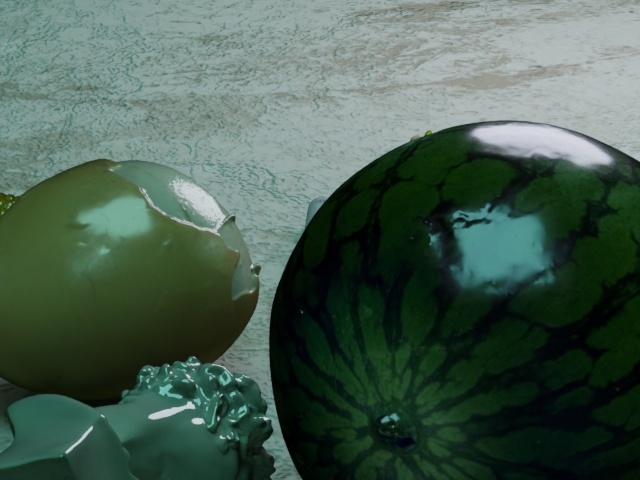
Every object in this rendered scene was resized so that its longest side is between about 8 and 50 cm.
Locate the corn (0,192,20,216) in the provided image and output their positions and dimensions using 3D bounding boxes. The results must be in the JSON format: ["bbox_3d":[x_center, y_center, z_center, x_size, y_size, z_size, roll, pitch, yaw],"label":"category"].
[{"bbox_3d":[-0.392,-0.009,1.541,0.310,0.101,0.101,7,29,8],"label":"corn"}]

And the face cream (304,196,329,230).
[{"bbox_3d":[0.000,0.000,1.601,0.034,0.034,0.130,2,28,2],"label":"face cream"}]

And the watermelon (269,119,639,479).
[{"bbox_3d":[0.128,0.080,1.154,0.363,0.363,0.363,1,28,0],"label":"watermelon"}]

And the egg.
[{"bbox_3d":[-0.179,0.036,1.360,0.244,0.201,0.201,-23,34,-16],"label":"egg"}]

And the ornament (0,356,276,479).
[{"bbox_3d":[-0.137,0.151,1.139,0.120,0.130,0.285,-12,-6,30],"label":"ornament"}]

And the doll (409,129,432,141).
[{"bbox_3d":[0.168,-0.070,1.691,0.207,0.081,0.129,10,11,20],"label":"doll"}]
